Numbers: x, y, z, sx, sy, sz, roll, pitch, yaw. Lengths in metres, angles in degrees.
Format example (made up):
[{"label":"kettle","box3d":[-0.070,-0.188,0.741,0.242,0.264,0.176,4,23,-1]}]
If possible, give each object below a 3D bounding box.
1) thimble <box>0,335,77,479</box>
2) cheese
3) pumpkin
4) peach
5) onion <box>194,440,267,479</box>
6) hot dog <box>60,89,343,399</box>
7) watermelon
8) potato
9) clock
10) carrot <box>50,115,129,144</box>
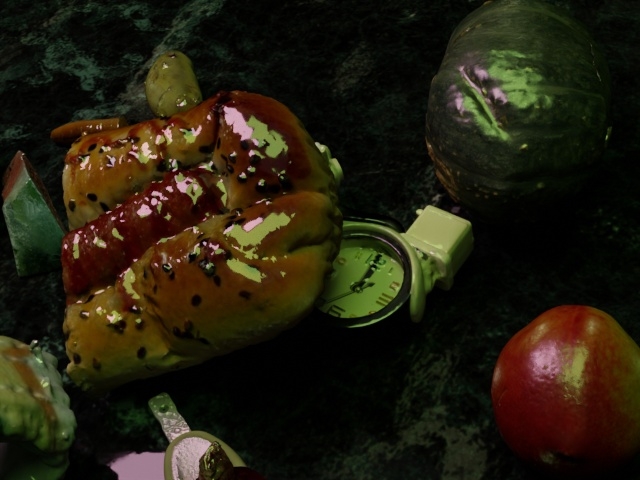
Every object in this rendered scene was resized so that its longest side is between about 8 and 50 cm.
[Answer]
[{"label":"thimble","box3d":[-0.426,0.230,1.091,0.288,0.254,0.167,-22,47,-14]},{"label":"cheese","box3d":[-0.163,0.256,1.171,0.097,0.037,0.192,-27,46,-18]},{"label":"pumpkin","box3d":[0.277,-0.170,1.341,0.257,0.291,0.328,12,57,10]},{"label":"peach","box3d":[0.278,0.178,1.066,0.197,0.197,0.197,-5,45,5]},{"label":"onion","box3d":[-0.099,0.305,1.003,0.173,0.198,0.135,15,54,47]},{"label":"hot dog","box3d":[-0.154,-0.011,1.229,0.365,0.196,0.367,-13,67,15]},{"label":"watermelon","box3d":[-0.462,-0.065,1.493,0.094,0.154,0.241,-22,33,-11]},{"label":"potato","box3d":[-0.251,-0.255,1.661,0.105,0.085,0.188,-48,43,18]},{"label":"clock","box3d":[0.000,0.000,1.346,0.379,0.120,0.276,29,63,27]},{"label":"carrot","box3d":[-0.402,-0.188,1.648,0.139,0.048,0.048,-1,46,10]}]
